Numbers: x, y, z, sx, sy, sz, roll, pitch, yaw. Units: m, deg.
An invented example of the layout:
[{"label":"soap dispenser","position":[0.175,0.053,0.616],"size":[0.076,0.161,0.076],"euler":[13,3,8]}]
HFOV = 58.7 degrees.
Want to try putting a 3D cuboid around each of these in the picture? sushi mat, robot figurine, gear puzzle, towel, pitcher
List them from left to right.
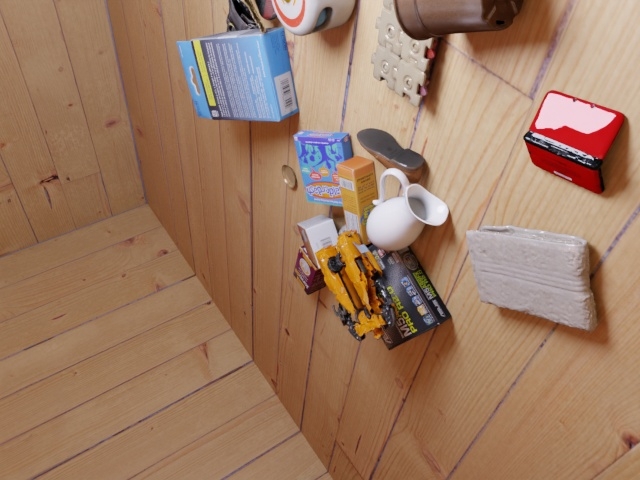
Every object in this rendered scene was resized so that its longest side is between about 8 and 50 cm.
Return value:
[{"label":"sushi mat","position":[-0.222,-0.708,1.549],"size":[0.151,0.019,0.316],"euler":[52,-167,-56]},{"label":"robot figurine","position":[0.104,0.127,1.526],"size":[0.211,0.085,0.290],"euler":[-36,78,47]},{"label":"pitcher","position":[0.181,-0.072,1.370],"size":[0.177,0.125,0.207],"euler":[50,148,-1]},{"label":"gear puzzle","position":[0.185,-0.454,1.138],"size":[0.175,0.044,0.338],"euler":[47,146,36]},{"label":"towel","position":[0.417,0.067,1.142],"size":[0.282,0.049,0.187],"euler":[15,127,57]}]

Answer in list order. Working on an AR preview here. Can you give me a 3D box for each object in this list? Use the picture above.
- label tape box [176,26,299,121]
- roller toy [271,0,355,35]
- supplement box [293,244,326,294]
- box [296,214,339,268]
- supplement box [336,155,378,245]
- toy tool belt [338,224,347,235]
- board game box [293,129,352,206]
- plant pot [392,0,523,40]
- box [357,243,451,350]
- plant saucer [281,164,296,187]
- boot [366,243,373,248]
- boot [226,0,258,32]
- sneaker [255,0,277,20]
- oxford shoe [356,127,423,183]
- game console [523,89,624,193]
[{"label":"label tape box","position":[-0.250,-0.495,1.713],"size":[0.348,0.115,0.249],"euler":[11,125,36]},{"label":"roller toy","position":[-0.026,-0.577,1.300],"size":[0.191,0.146,0.209],"euler":[35,141,46]},{"label":"supplement box","position":[-0.026,0.093,1.969],"size":[0.104,0.081,0.188],"euler":[53,152,23]},{"label":"box","position":[0.000,0.000,1.774],"size":[0.170,0.091,0.130],"euler":[-147,37,-77]},{"label":"supplement box","position":[0.108,-0.105,1.545],"size":[0.080,0.078,0.233],"euler":[29,137,47]},{"label":"toy tool belt","position":[0.093,-0.025,1.690],"size":[0.051,0.052,0.083],"euler":[36,161,-11]},{"label":"board game box","position":[0.019,-0.200,1.596],"size":[0.160,0.047,0.210],"euler":[9,126,34]},{"label":"plant pot","position":[0.236,-0.417,0.945],"size":[0.165,0.167,0.166],"euler":[22,132,44]},{"label":"box","position":[0.198,0.138,1.540],"size":[0.216,0.060,0.270],"euler":[-40,76,46]},{"label":"plant saucer","position":[-0.103,-0.219,1.919],"size":[0.083,0.015,0.083],"euler":[44,148,37]},{"label":"boot","position":[0.116,0.060,1.696],"size":[0.198,0.077,0.136],"euler":[5,113,47]},{"label":"boot","position":[-0.237,-0.592,1.766],"size":[0.262,0.091,0.229],"euler":[55,147,9]},{"label":"sneaker","position":[-0.166,-0.703,1.473],"size":[0.098,0.135,0.275],"euler":[43,148,36]},{"label":"oxford shoe","position":[0.160,-0.201,1.369],"size":[0.212,0.076,0.076],"euler":[45,158,36]},{"label":"game console","position":[0.427,-0.164,0.955],"size":[0.144,0.085,0.124],"euler":[40,176,43]}]
